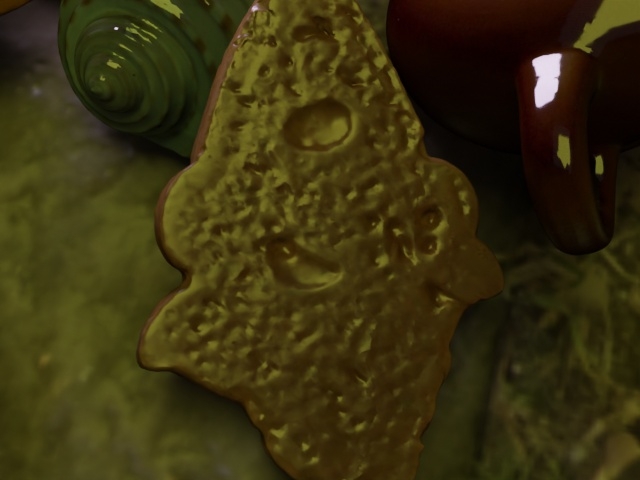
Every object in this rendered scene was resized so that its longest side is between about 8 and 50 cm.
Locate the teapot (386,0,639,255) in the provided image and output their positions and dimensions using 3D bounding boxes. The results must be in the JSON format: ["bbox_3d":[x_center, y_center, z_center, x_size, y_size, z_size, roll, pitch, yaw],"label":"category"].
[{"bbox_3d":[0.123,-0.084,0.522,0.178,0.135,0.252,-13,39,26],"label":"teapot"}]

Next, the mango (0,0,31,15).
[{"bbox_3d":[-0.232,-0.150,0.537,0.252,0.126,0.154,-18,35,3],"label":"mango"}]

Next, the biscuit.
[{"bbox_3d":[0.000,0.000,0.493,0.162,0.035,0.250,-2,86,-16],"label":"biscuit"}]

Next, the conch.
[{"bbox_3d":[-0.049,-0.105,0.550,0.135,0.102,0.153,46,70,2],"label":"conch"}]
